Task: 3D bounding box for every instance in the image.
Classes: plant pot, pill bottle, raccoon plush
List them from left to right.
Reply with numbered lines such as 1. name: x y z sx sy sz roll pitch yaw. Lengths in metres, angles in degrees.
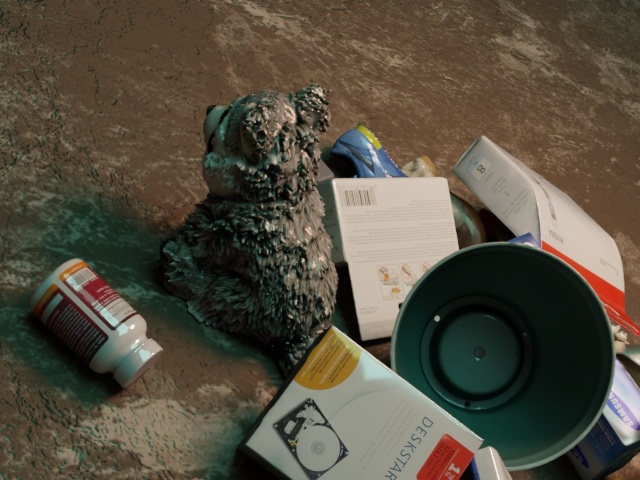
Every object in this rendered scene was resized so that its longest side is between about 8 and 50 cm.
1. pill bottle: -0.262 0.100 1.307 0.152 0.086 0.086 43 37 6
2. raccoon plush: 0.000 0.000 1.450 0.446 0.299 0.216 37 37 -2
3. plant pot: 0.231 0.156 1.514 0.293 0.293 0.196 39 -5 1

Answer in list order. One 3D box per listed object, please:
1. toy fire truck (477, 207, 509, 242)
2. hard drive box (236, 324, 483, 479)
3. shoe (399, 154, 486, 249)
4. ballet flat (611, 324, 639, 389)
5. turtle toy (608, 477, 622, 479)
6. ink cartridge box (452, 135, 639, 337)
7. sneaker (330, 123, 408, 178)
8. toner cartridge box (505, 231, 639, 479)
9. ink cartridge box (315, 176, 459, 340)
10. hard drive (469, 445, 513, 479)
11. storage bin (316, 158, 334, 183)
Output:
1. toy fire truck: 0.325 0.043 1.880 0.192 0.047 0.135 37 36 -3
2. hard drive box: 0.047 0.245 1.337 0.232 0.089 0.181 37 73 -1
3. shoe: 0.202 -0.054 1.868 0.058 0.077 0.219 -17 54 -25
4. ballet flat: 0.567 0.273 1.769 0.409 0.147 0.147 34 37 -7
5. turtle toy: 0.447 0.404 1.577 0.130 0.066 0.095 19 47 4
6. ink cartridge box: 0.422 0.010 1.815 0.308 0.091 0.385 27 17 -46
7. sneaker: 0.100 -0.092 1.838 0.082 0.069 0.209 -43 94 -15
8. toner cartridge box: 0.354 0.175 1.653 0.075 0.165 0.348 -21 64 -19
9. ink cartridge box: 0.112 0.024 1.691 0.275 0.060 0.239 -4 83 -46
10. hard drive: 0.253 0.434 1.323 0.210 0.040 0.319 58 16 -46
11. storage bin: -0.042 -0.103 1.697 0.098 0.091 0.135 -21 67 -49
